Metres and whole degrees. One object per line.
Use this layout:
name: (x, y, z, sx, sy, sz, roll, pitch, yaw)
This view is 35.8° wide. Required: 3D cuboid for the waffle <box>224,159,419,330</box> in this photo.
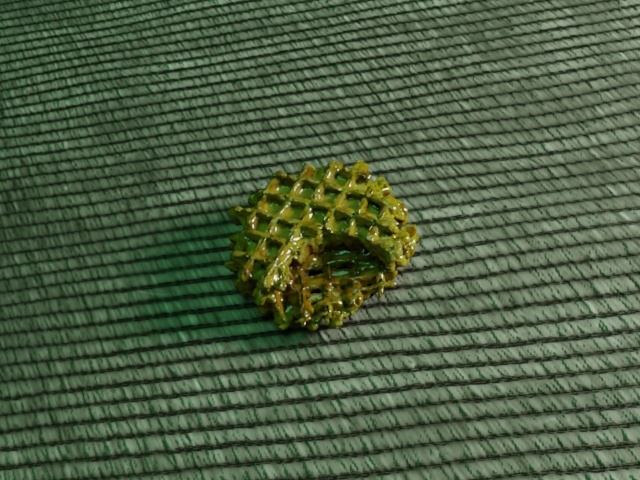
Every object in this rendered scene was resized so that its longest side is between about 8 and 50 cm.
waffle: (0.000, 0.000, 1.017, 0.193, 0.070, 0.197, -36, 51, -16)
